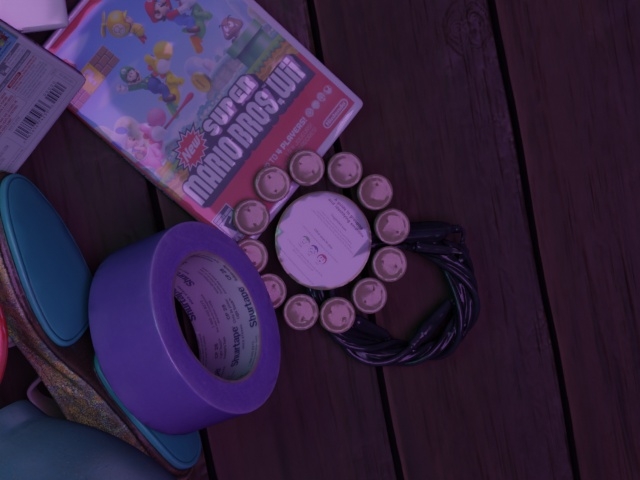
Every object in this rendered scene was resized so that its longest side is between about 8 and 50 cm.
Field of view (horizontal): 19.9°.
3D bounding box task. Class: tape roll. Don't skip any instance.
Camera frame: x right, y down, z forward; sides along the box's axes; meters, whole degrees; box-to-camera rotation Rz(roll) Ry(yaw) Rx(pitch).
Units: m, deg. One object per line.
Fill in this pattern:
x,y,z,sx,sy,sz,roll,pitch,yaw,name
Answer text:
-0.125,0.083,1.717,0.189,0.080,0.189,34,45,-42,tape roll

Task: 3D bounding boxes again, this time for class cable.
0.072,0.056,1.869,0.184,0.047,0.150,-6,102,-19,cable

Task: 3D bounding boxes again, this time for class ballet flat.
-0.245,0.100,1.712,0.123,0.123,0.348,-37,108,-15,ballet flat

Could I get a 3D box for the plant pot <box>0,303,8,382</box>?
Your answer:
-0.386,0.085,1.622,0.191,0.174,0.191,-1,94,-21,plant pot

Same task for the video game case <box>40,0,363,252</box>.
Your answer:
-0.120,-0.151,1.788,0.285,0.025,0.204,41,79,-18,video game case

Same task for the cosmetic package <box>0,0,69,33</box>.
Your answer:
-0.309,-0.302,1.677,0.117,0.085,0.231,-8,99,-21,cosmetic package

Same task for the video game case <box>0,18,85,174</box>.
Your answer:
-0.347,-0.113,1.646,0.193,0.023,0.212,33,99,-37,video game case

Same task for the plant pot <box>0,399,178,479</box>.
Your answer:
-0.263,0.267,1.613,0.293,0.293,0.196,-40,82,-14,plant pot

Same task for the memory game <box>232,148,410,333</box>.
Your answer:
0.000,0.000,1.812,0.186,0.012,0.186,0,90,-13,memory game
